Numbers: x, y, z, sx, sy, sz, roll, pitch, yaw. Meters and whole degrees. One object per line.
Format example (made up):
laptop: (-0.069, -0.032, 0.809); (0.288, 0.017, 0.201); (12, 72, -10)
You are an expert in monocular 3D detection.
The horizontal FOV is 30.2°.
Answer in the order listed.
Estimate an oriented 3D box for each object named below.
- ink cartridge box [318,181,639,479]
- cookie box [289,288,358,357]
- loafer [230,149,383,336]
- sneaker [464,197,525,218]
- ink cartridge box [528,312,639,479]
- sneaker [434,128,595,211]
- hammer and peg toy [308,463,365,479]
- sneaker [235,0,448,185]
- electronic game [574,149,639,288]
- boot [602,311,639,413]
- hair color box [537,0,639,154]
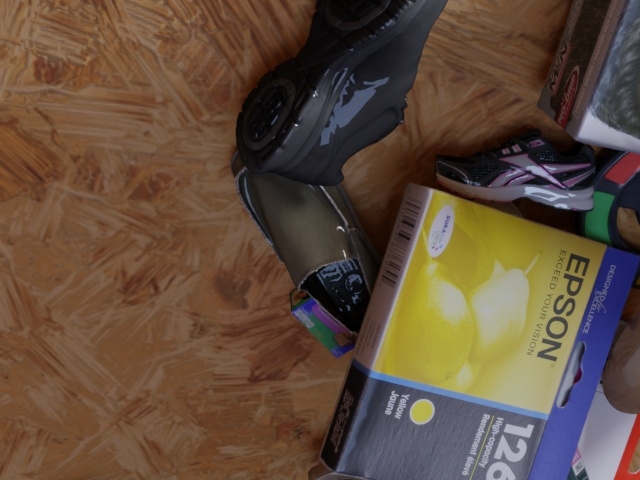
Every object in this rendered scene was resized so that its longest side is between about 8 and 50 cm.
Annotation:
ink cartridge box: (0.184, 0.125, 1.241); (0.307, 0.072, 0.303); (15, 94, -21)
cookie box: (0.034, 0.070, 1.334); (0.107, 0.040, 0.092); (-33, 122, 15)
loafer: (0.000, 0.000, 1.224); (0.094, 0.087, 0.251); (-35, 107, 17)
sneaker: (0.205, 0.016, 1.292); (0.057, 0.075, 0.161); (-24, 129, 25)
ink cartridge box: (0.339, 0.232, 1.398); (0.239, 0.060, 0.275); (18, 92, -27)
sneaker: (0.204, -0.082, 1.241); (0.178, 0.072, 0.077); (5, 105, -12)
hammer and peg toy: (0.197, 0.312, 1.486); (0.361, 0.127, 0.266); (-22, 127, 8)
sneaker: (0.043, -0.168, 1.127); (0.130, 0.109, 0.286); (22, 120, -41)
electronic game: (0.392, -0.037, 1.302); (0.229, 0.048, 0.229); (-4, 128, -5)
boot: (0.469, 0.094, 1.339); (0.211, 0.104, 0.295); (17, 119, -49)
hair color box: (0.422, -0.163, 1.150); (0.375, 0.113, 0.185); (10, 112, -15)
